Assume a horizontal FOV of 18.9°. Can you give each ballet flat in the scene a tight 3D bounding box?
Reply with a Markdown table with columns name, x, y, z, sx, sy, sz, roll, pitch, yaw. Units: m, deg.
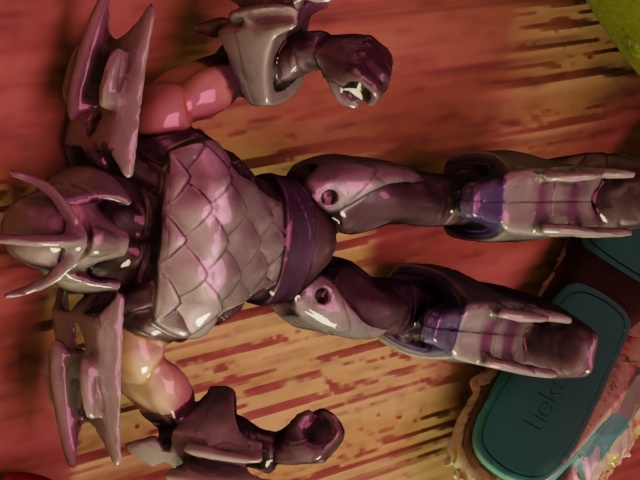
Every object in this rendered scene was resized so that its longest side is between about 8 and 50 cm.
| name | x | y | z | sx | sy | sz | roll | pitch | yaw |
| --- | --- | --- | --- | --- | --- | --- | --- | --- | --- |
| ballet flat | 0.138 | 0.038 | 0.883 | 0.241 | 0.091 | 0.077 | -45 | 159 | -21 |

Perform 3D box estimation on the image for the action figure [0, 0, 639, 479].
| name | x | y | z | sx | sy | sz | roll | pitch | yaw |
| --- | --- | --- | --- | --- | --- | --- | --- | --- | --- |
| action figure | 0.000 | 0.000 | 0.715 | 0.285 | 0.099 | 0.185 | 3 | 104 | -42 |

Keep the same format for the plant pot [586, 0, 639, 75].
| name | x | y | z | sx | sy | sz | roll | pitch | yaw |
| --- | --- | --- | --- | --- | --- | --- | --- | --- | --- |
| plant pot | 0.292 | -0.198 | 0.799 | 0.353 | 0.366 | 0.366 | -41 | 127 | -15 |

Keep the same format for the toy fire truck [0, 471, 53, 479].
| name | x | y | z | sx | sy | sz | roll | pitch | yaw |
| --- | --- | --- | --- | --- | --- | --- | --- | --- | --- |
| toy fire truck | -0.098 | 0.182 | 0.637 | 0.047 | 0.135 | 0.192 | 38 | 75 | -43 |
